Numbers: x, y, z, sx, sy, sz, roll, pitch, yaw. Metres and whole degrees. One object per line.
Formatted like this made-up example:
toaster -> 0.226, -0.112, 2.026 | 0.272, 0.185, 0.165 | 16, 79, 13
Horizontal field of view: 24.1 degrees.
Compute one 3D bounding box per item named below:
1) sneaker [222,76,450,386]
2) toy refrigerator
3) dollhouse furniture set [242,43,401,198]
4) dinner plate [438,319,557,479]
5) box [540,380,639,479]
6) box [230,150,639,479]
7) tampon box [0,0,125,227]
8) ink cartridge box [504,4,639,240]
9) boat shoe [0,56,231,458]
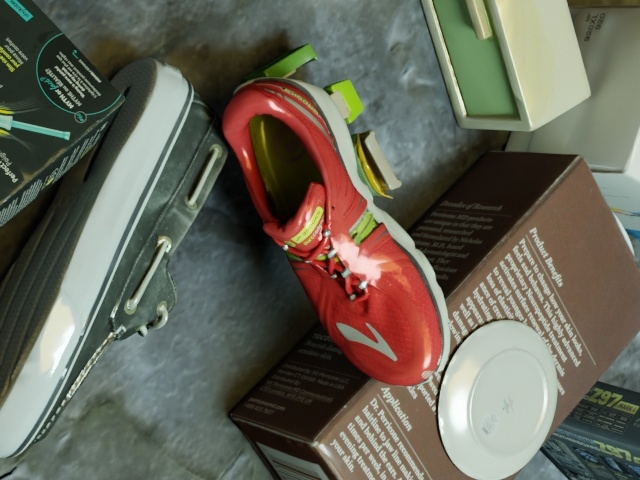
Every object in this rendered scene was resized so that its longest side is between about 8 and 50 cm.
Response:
sneaker -> 0.000, 0.000, 1.184 | 0.279, 0.107, 0.118 | 59, 20, 4
toy refrigerator -> 0.147, -0.237, 1.358 | 0.094, 0.102, 0.269 | -30, 113, -30
dollhouse furniture set -> 0.000, -0.089, 1.283 | 0.058, 0.076, 0.151 | -37, 105, -31
dinner plate -> 0.158, 0.139, 1.294 | 0.141, 0.017, 0.141 | -5, 99, -35
box -> 0.302, 0.207, 1.443 | 0.183, 0.233, 0.059 | 45, 71, -31
box -> 0.120, 0.106, 1.357 | 0.381, 0.143, 0.191 | -43, 118, -23
tampon box -> -0.243, -0.078, 1.058 | 0.120, 0.101, 0.161 | 47, 66, -2
ink cartridge box -> 0.333, -0.107, 1.470 | 0.233, 0.168, 0.171 | 24, 81, -36
boat shoe -> -0.157, 0.024, 1.145 | 0.119, 0.121, 0.335 | 34, 73, -30
